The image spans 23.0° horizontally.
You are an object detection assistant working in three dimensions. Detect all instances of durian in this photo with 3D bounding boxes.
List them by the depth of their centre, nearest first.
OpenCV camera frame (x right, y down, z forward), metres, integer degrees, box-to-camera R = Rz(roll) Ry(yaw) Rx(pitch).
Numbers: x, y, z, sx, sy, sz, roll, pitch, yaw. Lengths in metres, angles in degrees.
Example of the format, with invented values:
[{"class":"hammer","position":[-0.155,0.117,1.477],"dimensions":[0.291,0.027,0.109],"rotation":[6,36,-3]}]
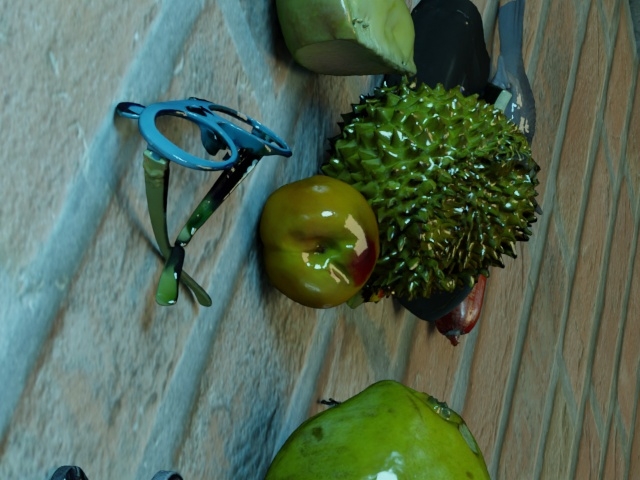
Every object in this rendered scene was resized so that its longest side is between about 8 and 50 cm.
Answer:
[{"class":"durian","position":[0.120,-0.050,1.812],"dimensions":[0.258,0.258,0.293],"rotation":[-69,168,-45]}]

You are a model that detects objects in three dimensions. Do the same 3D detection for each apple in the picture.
[{"class":"apple","position":[0.015,-0.276,1.729],"dimensions":[0.265,0.120,0.193],"rotation":[8,69,-72]}]

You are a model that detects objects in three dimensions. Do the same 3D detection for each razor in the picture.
[{"class":"razor","position":[0.142,-0.172,2.063],"dimensions":[0.189,0.107,0.327],"rotation":[72,27,-42]}]

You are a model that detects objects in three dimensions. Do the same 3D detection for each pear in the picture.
[{"class":"pear","position":[0.052,0.306,1.625],"dimensions":[0.269,0.269,0.321],"rotation":[10,98,-69]}]

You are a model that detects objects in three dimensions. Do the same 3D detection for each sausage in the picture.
[{"class":"sausage","position":[0.210,0.032,2.282],"dimensions":[0.074,0.074,0.274],"rotation":[63,34,-50]}]

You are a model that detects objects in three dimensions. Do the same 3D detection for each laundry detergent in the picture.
[{"class":"laundry detergent","position":[0.200,-0.003,2.162],"dimensions":[0.143,0.094,0.290],"rotation":[-57,174,33]}]

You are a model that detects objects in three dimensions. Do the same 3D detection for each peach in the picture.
[{"class":"peach","position":[0.000,0.000,1.663],"dimensions":[0.138,0.138,0.138],"rotation":[-1,90,-69]}]

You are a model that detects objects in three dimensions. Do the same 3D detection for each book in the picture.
[{"class":"book","position":[0.211,-0.140,2.171],"dimensions":[0.228,0.024,0.160],"rotation":[-94,-154,-82]}]

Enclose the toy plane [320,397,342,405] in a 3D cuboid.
[{"class":"toy plane","position":[0.029,0.214,1.862],"dimensions":[0.120,0.031,0.049],"rotation":[25,57,-64]}]

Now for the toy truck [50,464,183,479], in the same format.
[{"class":"toy truck","position":[-0.194,0.235,1.167],"dimensions":[0.252,0.107,0.114],"rotation":[2,88,-68]}]

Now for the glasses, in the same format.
[{"class":"glasses","position":[-0.096,-0.032,1.437],"dimensions":[0.239,0.102,0.207],"rotation":[-26,113,-68]}]

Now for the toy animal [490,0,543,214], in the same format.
[{"class":"toy animal","position":[0.296,-0.230,2.519],"dimensions":[0.206,0.081,0.367],"rotation":[13,69,-64]}]
